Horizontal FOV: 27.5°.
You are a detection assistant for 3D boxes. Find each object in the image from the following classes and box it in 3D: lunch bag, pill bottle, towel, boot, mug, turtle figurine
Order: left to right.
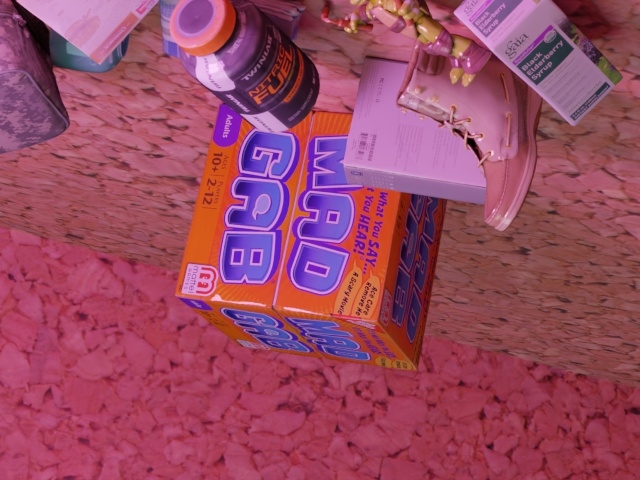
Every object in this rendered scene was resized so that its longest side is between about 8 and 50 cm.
[{"bbox_3d":[-0.504,-0.286,1.883,0.212,0.256,0.305,-18,165,1],"label":"lunch bag"},{"bbox_3d":[-0.329,-0.309,1.883,0.097,0.130,0.158,9,177,0],"label":"mug"},{"bbox_3d":[-0.138,-0.310,1.935,0.209,0.034,0.285,13,165,-3],"label":"towel"},{"bbox_3d":[-0.109,-0.252,1.802,0.130,0.131,0.245,3,163,29],"label":"pill bottle"},{"bbox_3d":[0.111,-0.290,1.716,0.217,0.087,0.269,32,172,-15],"label":"turtle figurine"},{"bbox_3d":[0.199,-0.153,1.822,0.203,0.262,0.095,17,157,-13],"label":"boot"}]

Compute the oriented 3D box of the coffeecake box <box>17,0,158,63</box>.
[{"bbox_3d":[-0.312,-0.340,1.731,0.068,0.142,0.185,46,-176,32],"label":"coffeecake box"}]

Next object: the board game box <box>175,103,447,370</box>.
[{"bbox_3d":[0.000,0.000,2.330,0.356,0.356,0.356,6,163,18],"label":"board game box"}]

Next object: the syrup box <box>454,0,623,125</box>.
[{"bbox_3d":[0.280,-0.248,1.666,0.237,0.093,0.096,30,-161,-50],"label":"syrup box"}]

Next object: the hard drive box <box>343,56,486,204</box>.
[{"bbox_3d":[0.165,-0.163,1.960,0.232,0.181,0.089,10,165,9],"label":"hard drive box"}]
